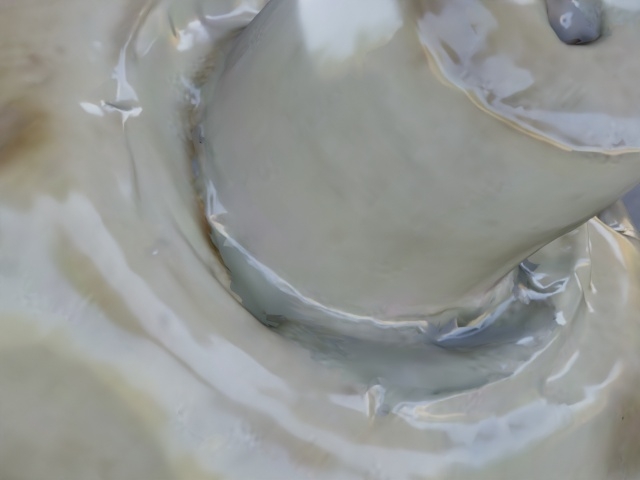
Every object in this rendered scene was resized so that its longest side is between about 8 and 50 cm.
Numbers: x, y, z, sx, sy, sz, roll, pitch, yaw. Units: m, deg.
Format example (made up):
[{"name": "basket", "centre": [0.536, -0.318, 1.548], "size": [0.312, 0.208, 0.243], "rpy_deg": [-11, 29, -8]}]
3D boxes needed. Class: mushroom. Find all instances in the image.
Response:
[{"name": "mushroom", "centre": [-0.024, 0.014, 0.746], "size": [0.325, 0.353, 0.353], "rpy_deg": [-21, 30, -9]}]
